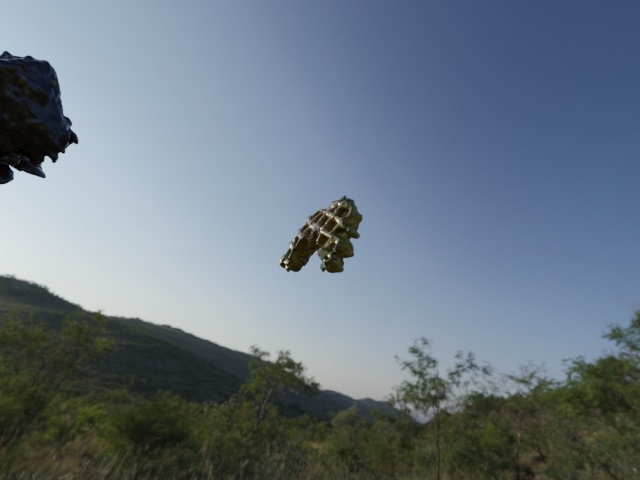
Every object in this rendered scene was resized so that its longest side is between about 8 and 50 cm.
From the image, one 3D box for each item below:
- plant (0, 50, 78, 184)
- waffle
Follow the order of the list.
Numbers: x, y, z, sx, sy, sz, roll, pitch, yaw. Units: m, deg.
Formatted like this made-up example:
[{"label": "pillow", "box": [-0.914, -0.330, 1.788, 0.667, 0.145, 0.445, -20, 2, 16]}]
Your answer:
[{"label": "plant", "box": [-0.530, -0.198, 0.674, 0.204, 0.234, 0.178, -10, 22, -43]}, {"label": "waffle", "box": [-0.002, -0.002, 0.687, 0.051, 0.149, 0.194, 39, -33, -23]}]
